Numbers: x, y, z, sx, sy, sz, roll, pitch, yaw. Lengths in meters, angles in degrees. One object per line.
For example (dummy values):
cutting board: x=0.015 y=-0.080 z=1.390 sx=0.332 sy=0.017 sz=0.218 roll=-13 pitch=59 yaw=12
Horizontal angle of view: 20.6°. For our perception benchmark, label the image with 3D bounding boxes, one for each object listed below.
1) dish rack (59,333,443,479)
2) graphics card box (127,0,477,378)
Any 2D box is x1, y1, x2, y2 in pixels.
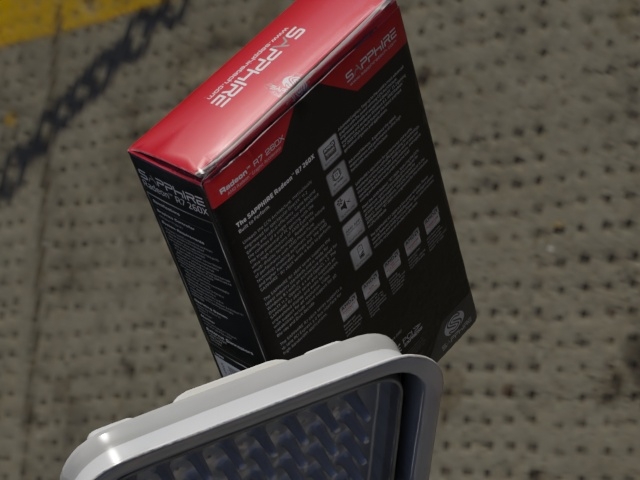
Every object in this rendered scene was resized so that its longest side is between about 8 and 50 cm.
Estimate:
dish rack: x=-0.059 y=0.203 z=1.261 sx=0.072 sy=0.285 sz=0.333 roll=55 pitch=154 yaw=37
graphics card box: x=0.000 y=0.000 z=1.446 sx=0.094 sy=0.371 sz=0.233 roll=23 pitch=57 yaw=37
